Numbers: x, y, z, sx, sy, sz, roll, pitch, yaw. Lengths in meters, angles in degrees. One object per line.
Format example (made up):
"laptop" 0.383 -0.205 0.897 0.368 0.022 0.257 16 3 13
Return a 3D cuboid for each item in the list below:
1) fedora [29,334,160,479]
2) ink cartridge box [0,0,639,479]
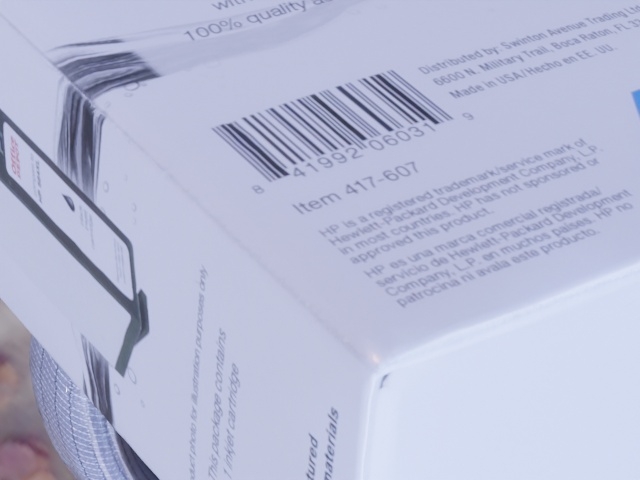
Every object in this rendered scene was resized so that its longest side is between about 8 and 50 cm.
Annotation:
"fedora" 0.000 0.000 0.792 0.244 0.124 0.275 -1 130 -19
"ink cartridge box" 0.008 -0.018 0.452 0.148 0.203 0.086 -19 132 -29
